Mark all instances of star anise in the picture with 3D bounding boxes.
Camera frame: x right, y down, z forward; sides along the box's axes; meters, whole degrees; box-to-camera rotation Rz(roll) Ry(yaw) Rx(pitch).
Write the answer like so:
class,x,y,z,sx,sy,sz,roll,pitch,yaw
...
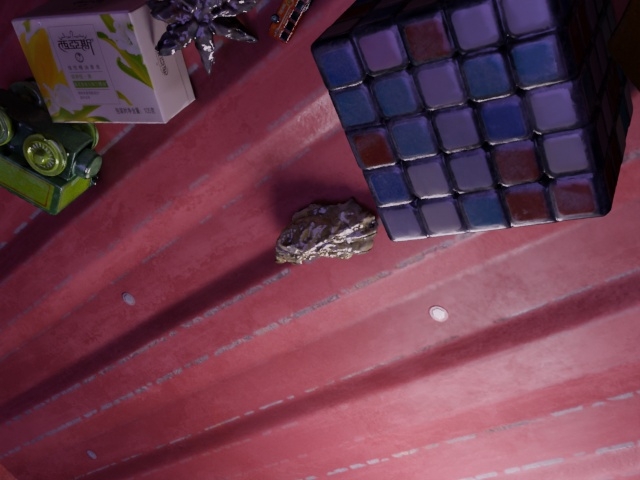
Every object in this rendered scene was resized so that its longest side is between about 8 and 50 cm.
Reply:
class,x,y,z,sx,sy,sz,roll,pitch,yaw
star anise,-0.177,-0.348,1.184,0.204,0.061,0.181,-24,125,12

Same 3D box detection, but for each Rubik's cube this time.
class,x,y,z,sx,sy,sz,roll,pitch,yaw
Rubik's cube,0.204,-0.201,0.957,0.286,0.293,0.292,-8,118,32

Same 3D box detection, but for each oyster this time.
class,x,y,z,sx,sy,sz,roll,pitch,yaw
oyster,0.002,-0.007,1.364,0.208,0.072,0.133,4,128,24

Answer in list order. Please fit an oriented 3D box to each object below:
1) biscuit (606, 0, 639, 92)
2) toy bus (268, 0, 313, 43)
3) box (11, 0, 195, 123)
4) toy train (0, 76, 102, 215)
class,x,y,z,sx,sy,sz,roll,pitch,yaw
biscuit,0.421,-0.208,0.814,0.215,0.034,0.182,38,148,22
toy bus,-0.041,-0.348,1.154,0.043,0.031,0.110,35,135,-2
box,-0.366,-0.307,1.309,0.260,0.111,0.195,5,126,28
toy train,-0.550,-0.180,1.467,0.271,0.159,0.188,29,126,1
